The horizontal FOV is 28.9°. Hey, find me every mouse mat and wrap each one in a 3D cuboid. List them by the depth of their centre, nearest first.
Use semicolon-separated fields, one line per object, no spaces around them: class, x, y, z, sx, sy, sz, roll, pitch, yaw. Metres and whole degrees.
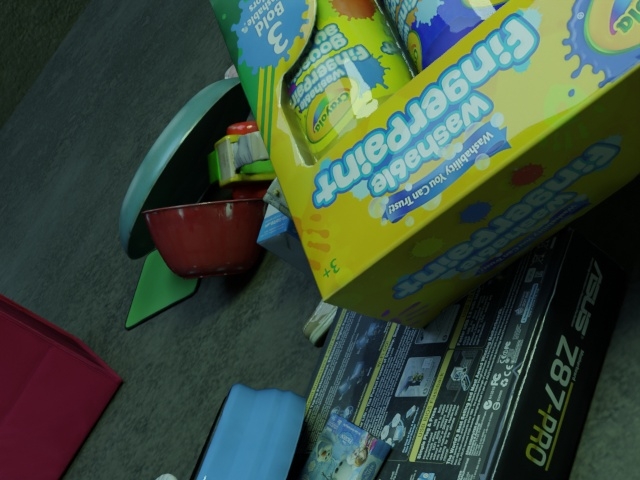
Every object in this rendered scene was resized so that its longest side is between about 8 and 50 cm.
mouse mat;-0.231;0.049;1.905;0.189;0.007;0.153;-26;40;41

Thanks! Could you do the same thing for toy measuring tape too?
toy measuring tape;-0.073;-0.113;1.663;0.121;0.121;0.330;-61;12;-10

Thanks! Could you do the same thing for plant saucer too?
plant saucer;-0.202;-0.113;1.818;0.317;0.043;0.317;-56;-6;-8

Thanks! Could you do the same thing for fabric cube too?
fabric cube;-0.499;0.228;1.864;0.258;0.259;0.254;-58;27;-4

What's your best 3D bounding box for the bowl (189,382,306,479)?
bowl;-0.121;0.319;1.187;0.391;0.077;0.391;-158;90;-88

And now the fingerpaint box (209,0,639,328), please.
fingerpaint box;0.144;-0.198;1.102;0.445;0.163;0.371;-37;57;26

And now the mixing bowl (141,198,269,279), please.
mixing bowl;-0.148;0.001;1.690;0.181;0.181;0.098;-9;88;54

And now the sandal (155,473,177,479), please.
sandal;-0.203;0.376;1.427;0.265;0.076;0.102;-55;16;33

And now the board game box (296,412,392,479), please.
board game box;0.016;0.211;1.134;0.090;0.020;0.090;-62;27;-6

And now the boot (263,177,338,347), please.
boot;0.000;0.000;1.425;0.213;0.165;0.077;-56;-11;-10

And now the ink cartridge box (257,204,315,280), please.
ink cartridge box;-0.001;-0.054;1.551;0.061;0.104;0.181;-23;42;46

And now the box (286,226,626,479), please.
box;0.091;0.190;1.161;0.318;0.097;0.395;-10;52;51

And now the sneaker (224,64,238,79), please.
sneaker;-0.126;-0.255;2.023;0.070;0.051;0.134;-33;32;38
